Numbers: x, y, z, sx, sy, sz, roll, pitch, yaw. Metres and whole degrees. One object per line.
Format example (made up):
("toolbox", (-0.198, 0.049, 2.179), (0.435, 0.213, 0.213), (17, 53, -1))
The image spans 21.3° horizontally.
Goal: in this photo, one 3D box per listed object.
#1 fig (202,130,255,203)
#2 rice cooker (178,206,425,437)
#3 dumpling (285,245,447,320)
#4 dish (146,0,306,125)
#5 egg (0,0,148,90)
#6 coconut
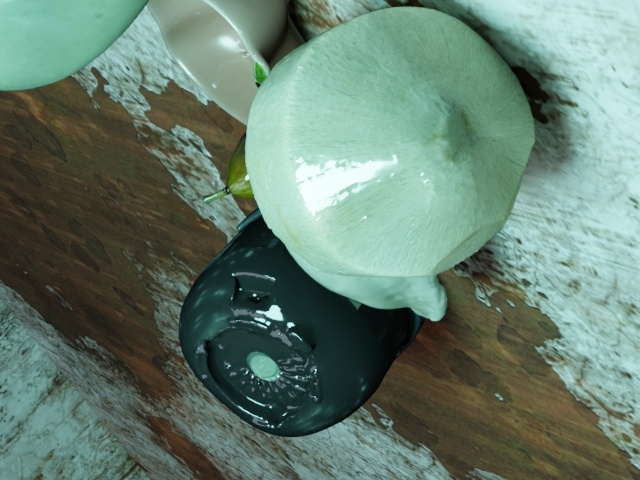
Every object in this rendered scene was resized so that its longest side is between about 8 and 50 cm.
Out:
("fig", (-0.078, -0.077, 1.958), (0.089, 0.125, 0.089), (43, 163, 17))
("rice cooker", (-0.024, 0.085, 1.960), (0.267, 0.224, 0.267), (17, 131, 20))
("dumpling", (0.058, -0.024, 1.803), (0.175, 0.243, 0.227), (-19, 144, 26))
("dish", (-0.079, -0.214, 1.733), (0.213, 0.090, 0.213), (41, 162, 17))
("egg", (-0.269, -0.300, 1.618), (0.258, 0.258, 0.352), (40, 120, 12))
("coconut", (0.062, -0.083, 1.503), (0.237, 0.237, 0.266), (48, 159, -11))
